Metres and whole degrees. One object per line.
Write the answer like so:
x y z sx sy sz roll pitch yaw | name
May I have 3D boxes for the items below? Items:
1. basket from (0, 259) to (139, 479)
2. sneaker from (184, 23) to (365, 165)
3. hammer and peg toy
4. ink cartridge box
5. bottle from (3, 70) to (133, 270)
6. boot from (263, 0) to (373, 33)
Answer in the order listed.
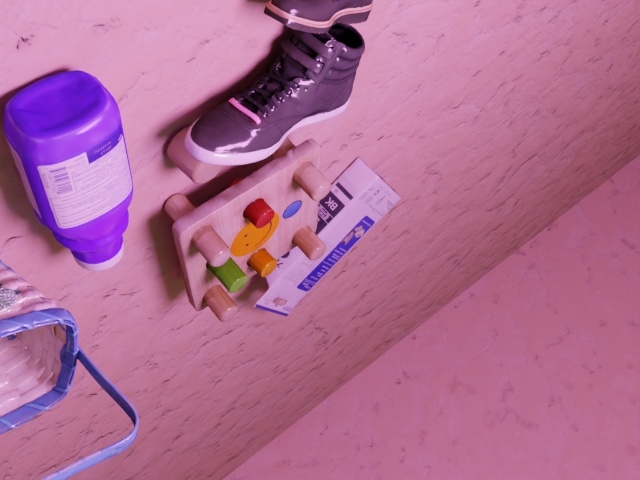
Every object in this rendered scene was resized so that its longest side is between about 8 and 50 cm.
-0.386 0.178 0.939 0.254 0.289 0.201 -26 152 -37 | basket
-0.054 -0.205 1.065 0.295 0.104 0.147 -32 154 -38 | sneaker
-0.098 -0.047 1.227 0.265 0.127 0.361 -34 156 -21 | hammer and peg toy
0.000 0.000 1.560 0.333 0.065 0.165 -46 158 5 | ink cartridge box
-0.276 -0.064 0.949 0.118 0.092 0.283 -32 156 -22 | bottle
0.016 -0.333 0.998 0.198 0.076 0.137 -36 156 -52 | boot
